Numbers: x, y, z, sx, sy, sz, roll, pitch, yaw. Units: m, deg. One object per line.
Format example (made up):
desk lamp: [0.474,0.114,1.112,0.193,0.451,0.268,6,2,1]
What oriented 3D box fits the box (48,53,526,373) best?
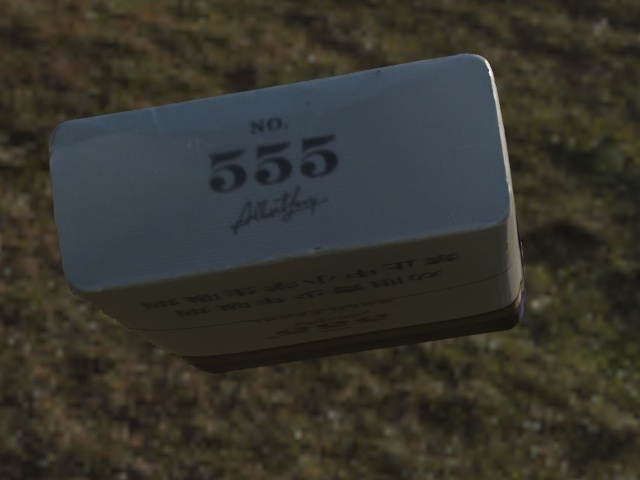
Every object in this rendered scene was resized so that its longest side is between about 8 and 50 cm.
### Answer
box: [0.000,0.000,0.772,0.168,0.071,0.259,-9,-11,5]
